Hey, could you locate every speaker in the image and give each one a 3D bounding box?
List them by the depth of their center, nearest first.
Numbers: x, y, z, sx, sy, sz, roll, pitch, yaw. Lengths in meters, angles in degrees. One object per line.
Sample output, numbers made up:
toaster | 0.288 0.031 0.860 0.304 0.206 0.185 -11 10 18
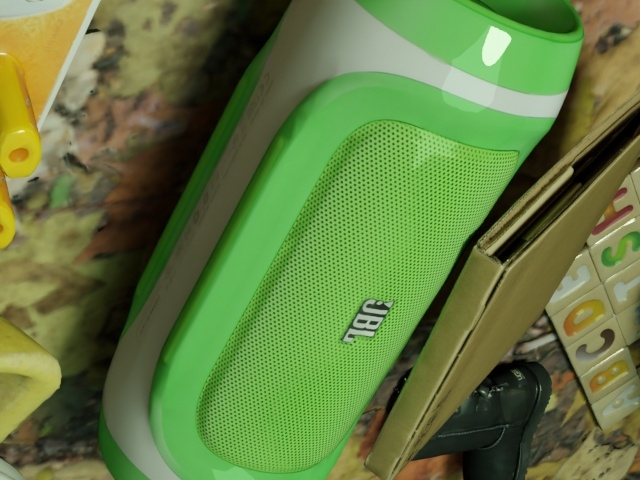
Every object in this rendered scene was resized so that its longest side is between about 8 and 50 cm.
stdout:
speaker | 0.000 0.000 0.645 0.131 0.131 0.296 8 124 -36

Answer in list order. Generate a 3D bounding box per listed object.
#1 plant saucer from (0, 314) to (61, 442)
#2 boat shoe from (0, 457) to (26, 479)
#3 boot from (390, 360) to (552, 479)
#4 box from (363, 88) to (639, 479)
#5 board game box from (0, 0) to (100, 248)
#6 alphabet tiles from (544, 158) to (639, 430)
plant saucer | -0.313 0.080 0.475 0.333 0.081 0.333 7 144 -40
boat shoe | -0.183 0.209 0.744 0.118 0.103 0.320 -29 139 -4
boot | 0.088 0.126 0.878 0.099 0.045 0.121 -4 123 -32
box | 0.101 0.024 0.722 0.164 0.021 0.201 -41 162 -36
board game box | -0.195 -0.141 0.333 0.390 0.050 0.390 2 138 -35
alphabet tiles | 0.239 0.015 0.893 0.198 0.009 0.237 -33 139 0
